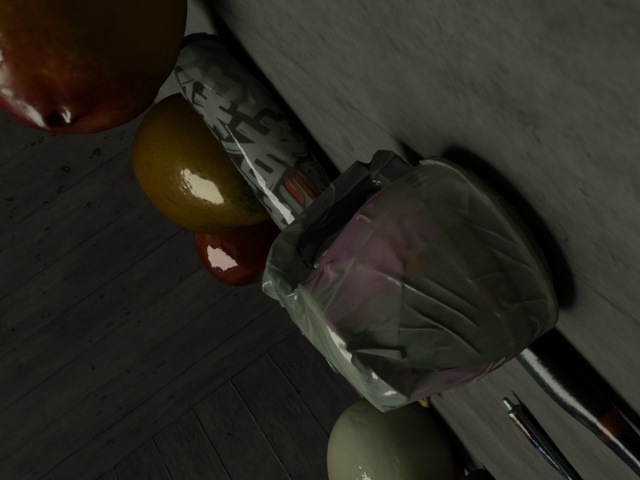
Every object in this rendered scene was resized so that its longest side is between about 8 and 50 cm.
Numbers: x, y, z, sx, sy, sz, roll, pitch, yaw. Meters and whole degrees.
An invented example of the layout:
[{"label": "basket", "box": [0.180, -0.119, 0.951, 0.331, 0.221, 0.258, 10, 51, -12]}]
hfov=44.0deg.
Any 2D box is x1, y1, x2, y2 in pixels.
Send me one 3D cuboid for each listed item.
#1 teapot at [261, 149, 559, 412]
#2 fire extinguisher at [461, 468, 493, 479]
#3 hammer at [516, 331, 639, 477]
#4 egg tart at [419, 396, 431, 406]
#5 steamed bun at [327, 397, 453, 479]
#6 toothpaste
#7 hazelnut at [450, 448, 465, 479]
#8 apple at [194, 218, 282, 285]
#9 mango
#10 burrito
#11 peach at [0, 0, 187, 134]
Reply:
[{"label": "teapot", "box": [0.054, 0.021, 0.618, 0.222, 0.178, 0.163, 52, 172, 19]}, {"label": "fire extinguisher", "box": [0.374, 0.556, 1.552, 0.099, 0.071, 0.231, 19, -158, -49]}, {"label": "hammer", "box": [0.250, 0.169, 0.615, 0.290, 0.037, 0.137, 50, 172, 28]}, {"label": "egg tart", "box": [0.182, 0.269, 1.504, 0.105, 0.039, 0.105, 53, 172, 10]}, {"label": "steamed bun", "box": [0.136, 0.503, 1.764, 0.324, 0.206, 0.324, 6, 96, 63]}, {"label": "toothpaste", "box": [0.264, 0.242, 0.943, 0.140, 0.021, 0.037, 51, 177, 4]}, {"label": "hazelnut", "box": [0.275, 0.536, 1.869, 0.150, 0.150, 0.150, 53, 173, 10]}, {"label": "apple", "box": [-0.150, -0.021, 1.623, 0.230, 0.230, 0.230, 53, 173, 10]}, {"label": "mango", "box": [-0.194, -0.131, 1.382, 0.378, 0.221, 0.264, 23, 144, 57]}, {"label": "burrito", "box": [-0.062, -0.109, 1.069, 0.445, 0.101, 0.139, 55, 165, 11]}, {"label": "peach", "box": [-0.311, -0.305, 0.947, 0.372, 0.289, 0.373, 159, 90, -84]}]
